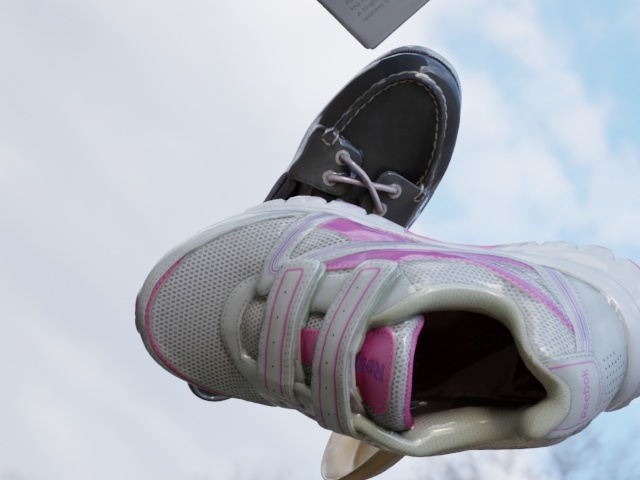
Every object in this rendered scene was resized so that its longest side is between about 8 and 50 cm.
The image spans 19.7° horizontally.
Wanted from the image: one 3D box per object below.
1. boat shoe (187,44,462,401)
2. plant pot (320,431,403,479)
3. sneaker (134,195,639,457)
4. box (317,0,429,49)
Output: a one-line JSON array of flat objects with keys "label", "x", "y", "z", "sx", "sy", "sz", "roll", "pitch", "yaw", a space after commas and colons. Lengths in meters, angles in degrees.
[{"label": "boat shoe", "x": 0.000, "y": 0.000, "z": 1.415, "sx": 0.112, "sy": 0.095, "sz": 0.335, "roll": 32, "pitch": -60, "yaw": -11}, {"label": "plant pot", "x": 0.086, "y": 0.139, "z": 1.737, "sx": 0.032, "sy": 0.236, "sz": 0.236, "roll": 38, "pitch": -22, "yaw": -10}, {"label": "sneaker", "x": 0.024, "y": 0.040, "z": 0.843, "sx": 0.252, "sy": 0.111, "sz": 0.103, "roll": 2, "pitch": -78, "yaw": 20}, {"label": "box", "x": -0.032, "y": -0.337, "z": 1.297, "sx": 0.345, "sy": 0.168, "sz": 0.215, "roll": 42, "pitch": 17, "yaw": -27}]
